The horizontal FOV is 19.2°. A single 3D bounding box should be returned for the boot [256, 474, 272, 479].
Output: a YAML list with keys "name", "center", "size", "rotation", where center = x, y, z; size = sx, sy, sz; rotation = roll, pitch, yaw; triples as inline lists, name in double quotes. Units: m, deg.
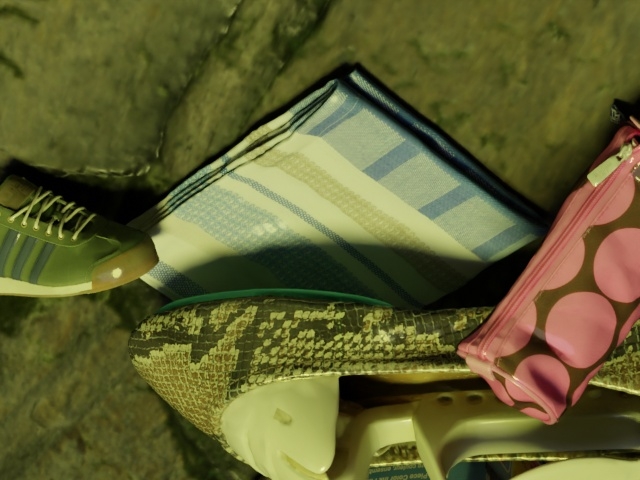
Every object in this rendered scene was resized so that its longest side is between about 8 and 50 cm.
- name: "boot"
  center: [-0.034, 0.256, 1.688]
  size: [0.114, 0.037, 0.106]
  rotation: [31, 123, -22]

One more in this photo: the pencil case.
- name: "pencil case"
  center: [0.176, 0.019, 1.261]
  size: [0.095, 0.209, 0.098]
  rotation: [35, -178, 32]

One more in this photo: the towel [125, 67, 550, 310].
- name: "towel"
  center: [0.000, 0.000, 1.408]
  size: [0.209, 0.034, 0.285]
  rotation: [36, 134, -23]

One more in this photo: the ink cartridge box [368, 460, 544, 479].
- name: "ink cartridge box"
  center: [0.088, 0.333, 1.469]
  size: [0.151, 0.395, 0.270]
  rotation: [-10, 133, 26]

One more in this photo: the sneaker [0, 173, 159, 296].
- name: "sneaker"
  center: [-0.216, -0.008, 1.423]
  size: [0.192, 0.064, 0.086]
  rotation: [-3, 119, 34]

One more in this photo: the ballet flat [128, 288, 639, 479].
- name: "ballet flat"
  center: [0.083, 0.124, 1.372]
  size: [0.483, 0.182, 0.164]
  rotation: [-2, 142, 10]
